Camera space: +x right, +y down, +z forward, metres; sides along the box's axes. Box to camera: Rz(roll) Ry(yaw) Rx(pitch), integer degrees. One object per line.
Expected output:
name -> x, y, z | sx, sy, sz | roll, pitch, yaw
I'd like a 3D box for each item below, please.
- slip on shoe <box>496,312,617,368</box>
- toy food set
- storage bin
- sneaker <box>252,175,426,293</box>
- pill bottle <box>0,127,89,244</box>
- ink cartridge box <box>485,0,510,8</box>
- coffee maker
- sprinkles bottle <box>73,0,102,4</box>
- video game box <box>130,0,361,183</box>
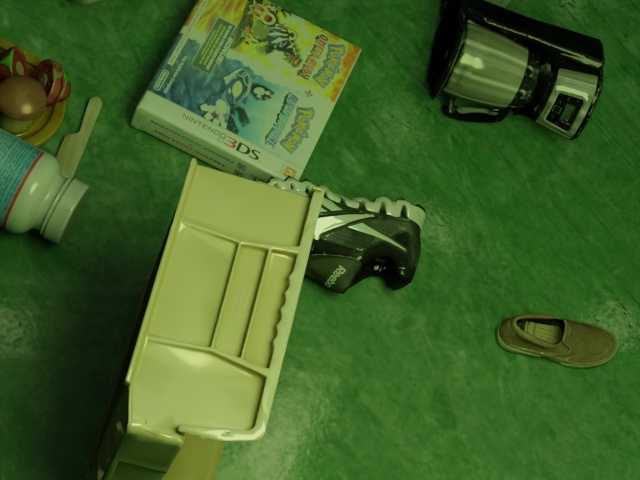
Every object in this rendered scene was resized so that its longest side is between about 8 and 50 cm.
slip on shoe -> 0.255, 0.101, 1.633 | 0.135, 0.041, 0.051 | 12, 61, -12
toy food set -> -0.323, -0.161, 1.562 | 0.218, 0.071, 0.128 | 27, 59, -3
storage bin -> -0.111, 0.105, 1.385 | 0.123, 0.262, 0.260 | 18, 60, -8
sneaker -> 0.000, 0.000, 1.581 | 0.234, 0.078, 0.106 | 8, 60, -16
pill bottle -> -0.311, -0.061, 1.506 | 0.160, 0.087, 0.087 | 28, 59, -3
ink cartridge box -> 0.147, -0.356, 1.812 | 0.175, 0.072, 0.127 | 9, 62, -13
coffee maker -> 0.222, -0.208, 1.734 | 0.178, 0.120, 0.171 | 18, 59, -9
sprinkles bottle -> -0.124, -0.362, 1.700 | 0.355, 0.121, 0.121 | -22, 73, -27
video game box -> -0.077, -0.165, 1.659 | 0.187, 0.048, 0.205 | 28, 59, -6
